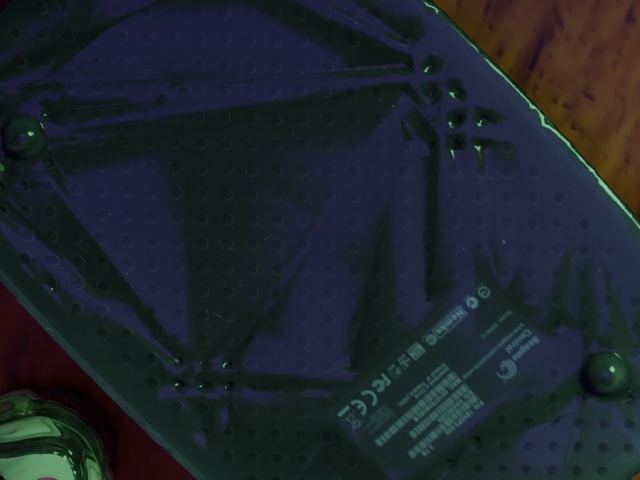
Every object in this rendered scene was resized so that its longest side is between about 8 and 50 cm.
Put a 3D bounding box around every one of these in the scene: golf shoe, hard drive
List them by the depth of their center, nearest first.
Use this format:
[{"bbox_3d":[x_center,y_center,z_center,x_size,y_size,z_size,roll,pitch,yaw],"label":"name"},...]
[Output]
[{"bbox_3d":[0.000,0.000,0.583,0.255,0.054,0.172,45,104,-5],"label":"hard drive"},{"bbox_3d":[-0.152,0.129,0.617,0.067,0.086,0.186,42,106,-7],"label":"golf shoe"}]
